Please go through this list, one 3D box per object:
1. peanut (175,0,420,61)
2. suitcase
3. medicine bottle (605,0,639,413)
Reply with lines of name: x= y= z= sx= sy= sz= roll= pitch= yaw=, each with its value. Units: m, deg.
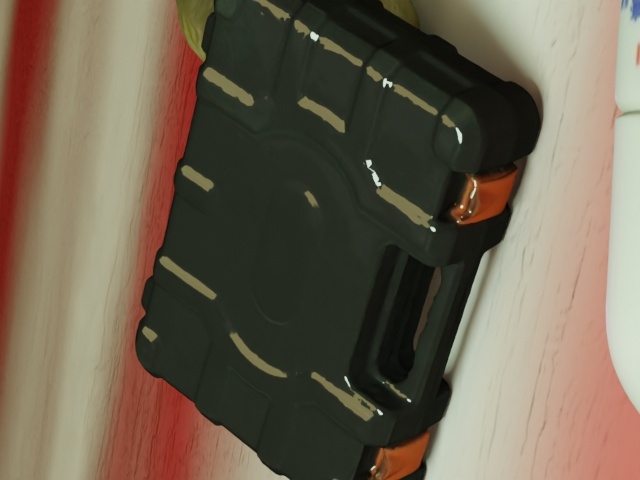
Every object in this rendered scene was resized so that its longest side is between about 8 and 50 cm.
peanut: x=-0.012 y=-0.139 z=1.211 sx=0.224 sy=0.129 sz=0.129 roll=48 pitch=132 yaw=53
suitcase: x=0.000 y=0.000 z=1.094 sx=0.206 sy=0.066 sz=0.285 roll=35 pitch=126 yaw=30
medicine bottle: x=0.167 y=-0.090 z=0.647 sx=0.130 sy=0.130 sz=0.341 roll=-173 pitch=87 yaw=-72
